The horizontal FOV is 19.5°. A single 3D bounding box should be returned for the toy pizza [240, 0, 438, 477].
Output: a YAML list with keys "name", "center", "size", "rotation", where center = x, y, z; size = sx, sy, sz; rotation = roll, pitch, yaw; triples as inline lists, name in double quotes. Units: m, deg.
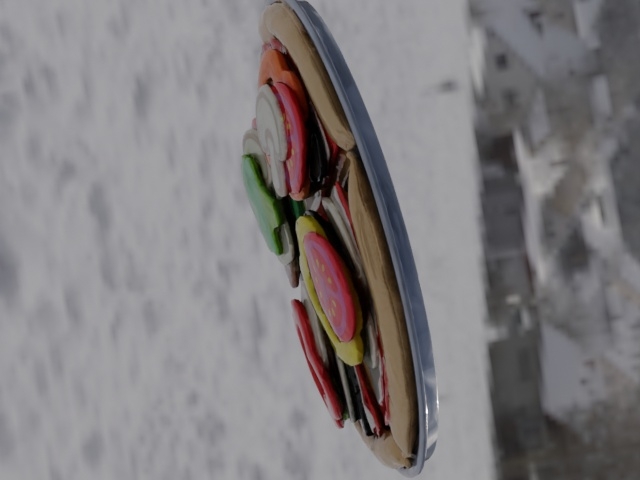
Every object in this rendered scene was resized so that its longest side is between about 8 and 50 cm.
- name: "toy pizza"
  center: [0.000, 0.000, 0.745]
  size: [0.201, 0.032, 0.201]
  rotation: [164, -90, -81]
